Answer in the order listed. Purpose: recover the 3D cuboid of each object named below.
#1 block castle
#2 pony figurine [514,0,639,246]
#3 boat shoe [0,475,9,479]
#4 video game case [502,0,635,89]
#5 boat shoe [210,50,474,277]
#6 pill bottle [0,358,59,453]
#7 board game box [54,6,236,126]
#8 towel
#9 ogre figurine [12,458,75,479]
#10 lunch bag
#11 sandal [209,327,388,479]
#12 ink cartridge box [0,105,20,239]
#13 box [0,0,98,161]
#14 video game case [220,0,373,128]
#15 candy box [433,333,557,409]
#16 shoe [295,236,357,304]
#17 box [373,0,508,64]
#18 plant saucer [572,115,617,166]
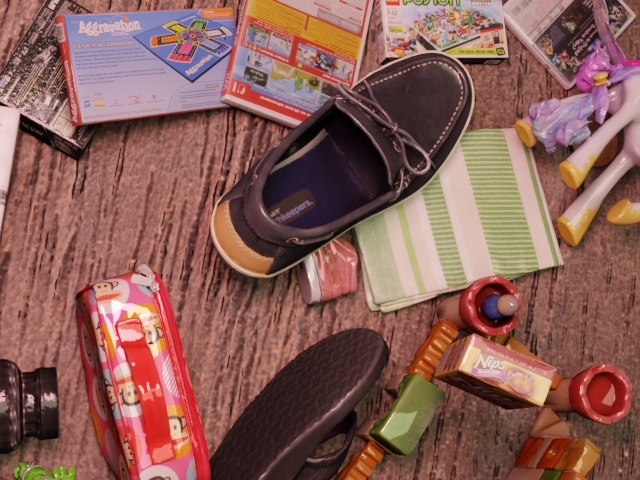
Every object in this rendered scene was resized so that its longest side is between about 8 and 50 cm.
[{"bbox_3d":[0.214,0.308,1.516,0.303,0.213,0.453,38,73,-8],"label":"block castle"},{"bbox_3d":[0.484,-0.209,1.653,0.363,0.303,0.351,-33,111,-12],"label":"pony figurine"},{"bbox_3d":[-0.458,0.330,1.380,0.190,0.072,0.068,16,47,3],"label":"boat shoe"},{"bbox_3d":[0.405,-0.371,1.783,0.173,0.022,0.190,46,71,-5],"label":"video game case"},{"bbox_3d":[0.060,-0.125,1.522,0.500,0.156,0.187,-37,88,-30],"label":"boat shoe"},{"bbox_3d":[-0.447,0.214,1.381,0.219,0.123,0.123,-2,82,-16],"label":"pill bottle"},{"bbox_3d":[-0.227,-0.244,1.499,0.281,0.027,0.145,-13,99,-42],"label":"board game box"},{"bbox_3d":[0.199,-0.040,1.662,0.324,0.038,0.248,-12,84,-17],"label":"towel"},{"bbox_3d":[-0.310,0.357,1.401,0.096,0.118,0.197,-30,91,-19],"label":"ogre figurine"},{"bbox_3d":[-0.230,0.185,1.379,0.120,0.258,0.293,-13,85,-18],"label":"lunch bag"},{"bbox_3d":[-0.059,0.305,1.485,0.446,0.167,0.107,-49,122,-10],"label":"sandal"},{"bbox_3d":[-0.517,-0.041,1.401,0.211,0.121,0.289,9,78,-16],"label":"ink cartridge box"},{"bbox_3d":[-0.353,-0.228,1.503,0.147,0.077,0.180,29,74,-11],"label":"box"},{"bbox_3d":[-0.027,-0.309,1.620,0.204,0.025,0.285,18,76,-27],"label":"video game case"},{"bbox_3d":[0.212,0.166,1.347,0.109,0.187,0.053,23,78,2],"label":"candy box"},{"bbox_3d":[0.000,0.000,1.584,0.081,0.063,0.178,-12,88,-22],"label":"shoe"},{"bbox_3d":[0.189,-0.335,1.704,0.206,0.036,0.114,-3,82,-17],"label":"box"},{"bbox_3d":[0.442,-0.160,1.763,0.083,0.015,0.083,3,81,-17],"label":"plant saucer"}]
